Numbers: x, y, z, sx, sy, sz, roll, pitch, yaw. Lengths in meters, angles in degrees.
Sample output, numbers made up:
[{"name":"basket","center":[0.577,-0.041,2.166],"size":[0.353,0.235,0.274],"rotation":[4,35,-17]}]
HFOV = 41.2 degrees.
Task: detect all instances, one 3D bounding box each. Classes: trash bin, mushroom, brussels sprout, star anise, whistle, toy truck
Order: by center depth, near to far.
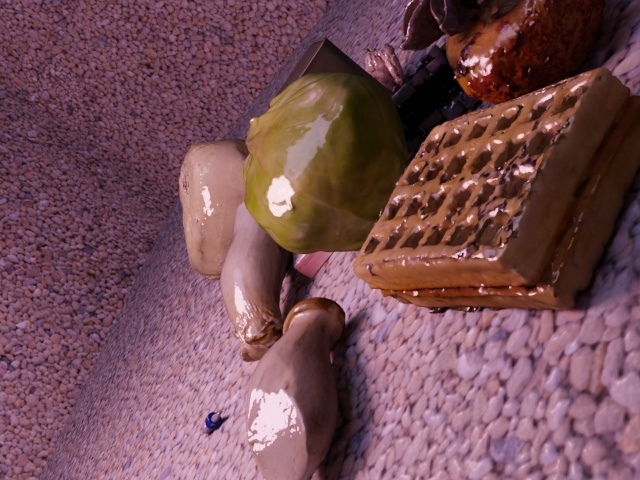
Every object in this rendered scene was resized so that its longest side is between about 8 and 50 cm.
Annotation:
[{"name":"star anise","center":[0.172,-0.331,1.147],"size":[0.197,0.073,0.212],"rotation":[-32,31,47]},{"name":"mushroom","center":[-0.030,0.202,1.188],"size":[0.128,0.128,0.350],"rotation":[-47,14,29]},{"name":"brussels sprout","center":[0.013,-0.116,1.405],"size":[0.328,0.247,0.328],"rotation":[-40,35,36]},{"name":"toy truck","center":[0.198,-0.261,1.447],"size":[0.253,0.114,0.124],"rotation":[-40,10,45]},{"name":"whistle","center":[-0.200,0.336,1.585],"size":[0.083,0.029,0.033],"rotation":[-51,-1,43]},{"name":"trash bin","center":[0.045,-0.240,1.603],"size":[0.164,0.240,0.122],"rotation":[-55,16,-1]},{"name":"mushroom","center":[-0.116,0.069,1.643],"size":[0.126,0.177,0.397],"rotation":[-13,28,13]}]

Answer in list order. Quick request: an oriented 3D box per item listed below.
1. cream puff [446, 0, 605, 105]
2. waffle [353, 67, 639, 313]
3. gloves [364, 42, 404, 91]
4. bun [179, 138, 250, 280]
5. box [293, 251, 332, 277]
[{"name":"cream puff","center":[0.281,-0.288,1.163],"size":[0.240,0.164,0.240],"rotation":[-34,37,31]},{"name":"waffle","center":[0.204,-0.047,1.009],"size":[0.261,0.114,0.376],"rotation":[-58,16,-15]},{"name":"gloves","center":[0.133,-0.347,1.828],"size":[0.110,0.094,0.144],"rotation":[36,-116,-83]},{"name":"bun","center":[-0.220,-0.079,2.038],"size":[0.326,0.234,0.362],"rotation":[-116,29,-44]},{"name":"box","center":[0.000,0.000,1.623],"size":[0.125,0.043,0.089],"rotation":[-51,17,18]}]
